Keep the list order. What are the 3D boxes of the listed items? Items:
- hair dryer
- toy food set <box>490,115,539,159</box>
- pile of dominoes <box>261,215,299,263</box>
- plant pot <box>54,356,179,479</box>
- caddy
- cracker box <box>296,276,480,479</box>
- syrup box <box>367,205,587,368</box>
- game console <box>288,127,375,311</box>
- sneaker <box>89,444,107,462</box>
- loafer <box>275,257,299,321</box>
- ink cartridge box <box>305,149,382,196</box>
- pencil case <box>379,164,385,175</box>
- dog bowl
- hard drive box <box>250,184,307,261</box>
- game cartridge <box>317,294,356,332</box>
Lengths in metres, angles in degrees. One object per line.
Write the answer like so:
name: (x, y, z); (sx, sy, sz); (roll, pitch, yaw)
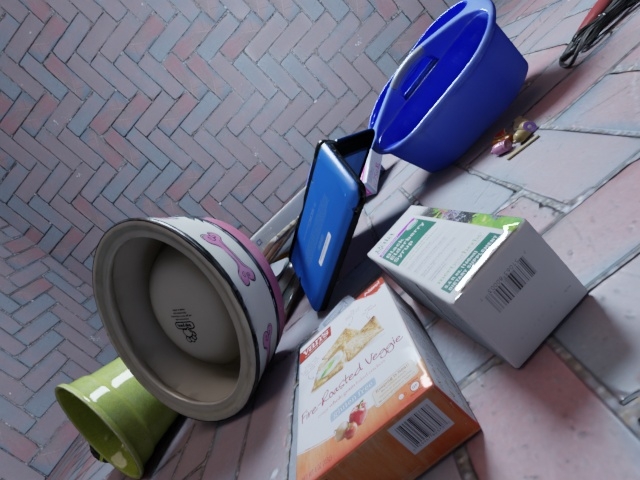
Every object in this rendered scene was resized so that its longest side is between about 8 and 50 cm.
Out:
hair dryer: (0.528, -0.456, 0.725); (0.224, 0.080, 0.293); (-33, 18, 48)
toy food set: (0.319, -0.177, 0.677); (0.078, 0.019, 0.122); (-41, 14, 25)
pile of dominoes: (-0.109, 0.055, 0.887); (0.251, 0.040, 0.196); (-51, -1, 33)
plant pot: (-0.433, 0.369, 0.977); (0.276, 0.276, 0.254); (-34, 7, 43)
caddy: (0.233, -0.310, 0.817); (0.341, 0.179, 0.241); (-51, 29, 29)
cracker box: (0.050, 0.151, 0.438); (0.156, 0.067, 0.232); (-44, 12, 10)
syrup box: (0.144, 0.030, 0.440); (0.093, 0.096, 0.237); (-47, 14, -1)
game console: (0.052, -0.046, 0.805); (0.250, 0.173, 0.293); (-120, 35, -43)
sneaker: (-0.482, 0.434, 1.146); (0.384, 0.145, 0.147); (-47, -2, -33)
loafer: (-0.060, 0.096, 0.993); (0.267, 0.084, 0.096); (-53, -18, -40)
ink cartridge box: (0.046, -0.191, 1.232); (0.311, 0.065, 0.185); (-17, 50, 43)
pencil case: (0.127, -0.190, 1.245); (0.152, 0.064, 0.070); (-42, 0, 19)
dog bowl: (-0.247, 0.134, 0.785); (0.408, 0.408, 0.150); (-38, -2, 34)
hard drive box: (-0.049, -0.051, 1.092); (0.232, 0.089, 0.181); (-42, -8, 23)
game cartridge: (0.030, 0.131, 0.683); (0.083, 0.017, 0.056); (-48, 9, -5)
